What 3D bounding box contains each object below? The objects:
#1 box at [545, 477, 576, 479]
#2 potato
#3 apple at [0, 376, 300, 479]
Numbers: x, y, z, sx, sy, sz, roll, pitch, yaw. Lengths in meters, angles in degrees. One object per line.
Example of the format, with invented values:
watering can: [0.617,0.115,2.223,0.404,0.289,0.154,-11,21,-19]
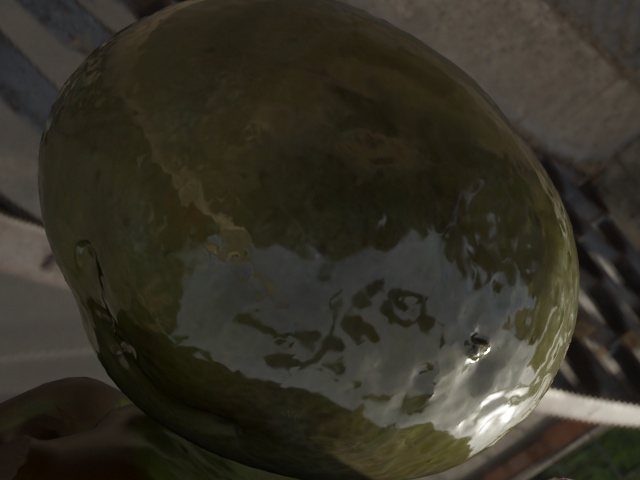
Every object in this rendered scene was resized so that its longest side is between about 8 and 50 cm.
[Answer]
box: [0.183,0.267,1.081,0.043,0.125,0.089,16,148,-37]
potato: [0.000,0.000,0.459,0.160,0.178,0.235,-27,175,8]
apple: [-0.063,0.215,0.506,0.384,0.374,0.374,-41,163,-39]
